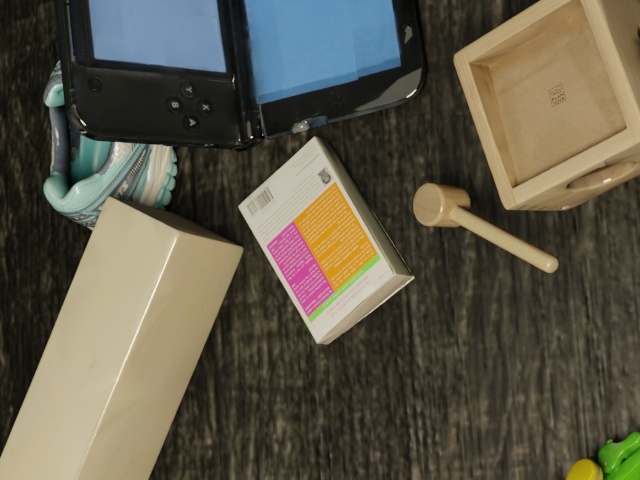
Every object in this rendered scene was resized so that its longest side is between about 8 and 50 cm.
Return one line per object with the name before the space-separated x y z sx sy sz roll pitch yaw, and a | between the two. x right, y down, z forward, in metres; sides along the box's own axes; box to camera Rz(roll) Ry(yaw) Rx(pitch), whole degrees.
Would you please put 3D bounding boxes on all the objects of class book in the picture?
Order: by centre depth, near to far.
book | 0.000 0.000 1.152 0.096 0.035 0.144 -40 65 22

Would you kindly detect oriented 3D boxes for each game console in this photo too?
game console | -0.076 -0.238 1.158 0.173 0.250 0.293 -26 68 52

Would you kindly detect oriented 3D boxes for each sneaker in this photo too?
sneaker | -0.176 -0.145 1.222 0.110 0.122 0.283 2 83 30

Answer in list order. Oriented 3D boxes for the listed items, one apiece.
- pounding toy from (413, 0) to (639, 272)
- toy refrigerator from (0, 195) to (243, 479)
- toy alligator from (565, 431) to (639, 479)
pounding toy | 0.169 -0.064 1.035 0.206 0.094 0.181 -29 71 39
toy refrigerator | -0.176 0.106 1.195 0.094 0.102 0.270 25 96 30
toy alligator | 0.206 0.169 0.999 0.190 0.056 0.051 -51 22 13
